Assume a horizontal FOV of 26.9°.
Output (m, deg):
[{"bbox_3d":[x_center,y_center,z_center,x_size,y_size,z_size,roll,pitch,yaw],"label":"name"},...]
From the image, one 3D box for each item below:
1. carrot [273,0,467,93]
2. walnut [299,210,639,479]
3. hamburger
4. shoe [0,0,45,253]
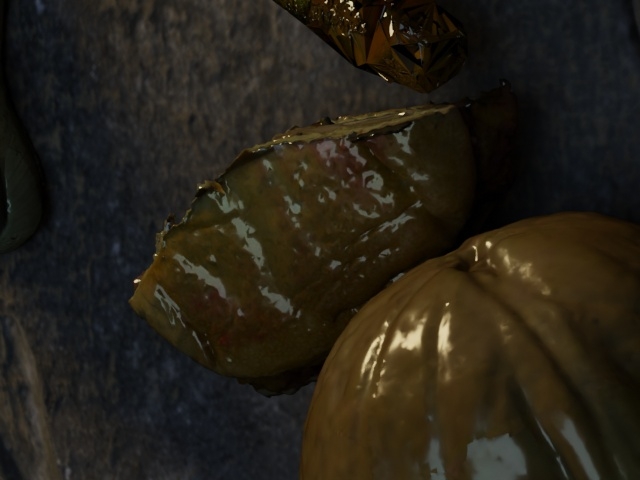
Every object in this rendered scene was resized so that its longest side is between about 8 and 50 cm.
[{"bbox_3d":[0.008,-0.170,0.912,0.229,0.069,0.069,39,121,36],"label":"carrot"},{"bbox_3d":[0.144,0.150,0.807,0.333,0.333,0.332,8,107,29],"label":"walnut"},{"bbox_3d":[0.000,0.000,0.934,0.282,0.155,0.245,6,111,23],"label":"hamburger"},{"bbox_3d":[-0.347,-0.136,1.096,0.132,0.171,0.336,-6,100,33],"label":"shoe"}]
